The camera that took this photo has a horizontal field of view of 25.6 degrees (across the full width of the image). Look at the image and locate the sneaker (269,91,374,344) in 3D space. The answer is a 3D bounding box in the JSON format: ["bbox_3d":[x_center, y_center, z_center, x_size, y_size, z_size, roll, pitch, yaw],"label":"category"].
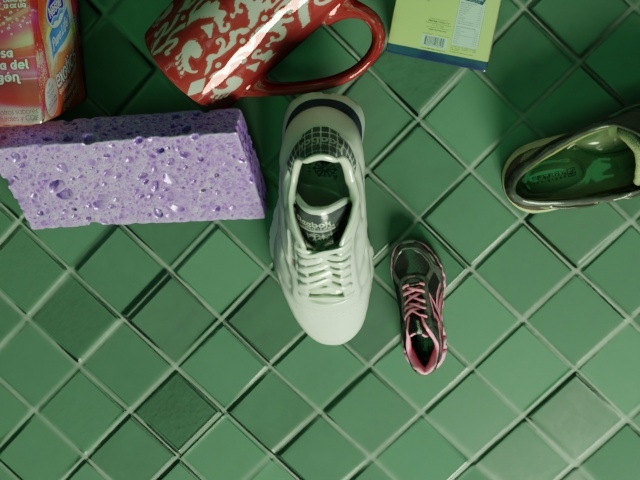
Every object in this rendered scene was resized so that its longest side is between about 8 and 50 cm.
[{"bbox_3d":[0.000,0.000,1.148,0.090,0.095,0.235,-5,124,1],"label":"sneaker"}]

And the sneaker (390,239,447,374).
[{"bbox_3d":[0.084,0.059,1.192,0.047,0.057,0.119,-8,101,11],"label":"sneaker"}]

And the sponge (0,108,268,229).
[{"bbox_3d":[-0.157,-0.058,1.173,0.210,0.031,0.117,-2,145,8],"label":"sponge"}]

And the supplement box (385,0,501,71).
[{"bbox_3d":[0.102,-0.187,1.129,0.083,0.056,0.083,12,105,4],"label":"supplement box"}]

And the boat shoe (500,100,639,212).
[{"bbox_3d":[0.253,-0.070,1.128,0.223,0.073,0.080,-18,101,12],"label":"boat shoe"}]

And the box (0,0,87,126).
[{"bbox_3d":[-0.335,-0.158,1.157,0.257,0.128,0.122,-2,103,8],"label":"box"}]

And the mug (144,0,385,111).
[{"bbox_3d":[-0.043,-0.178,1.116,0.169,0.113,0.150,-42,64,18],"label":"mug"}]
